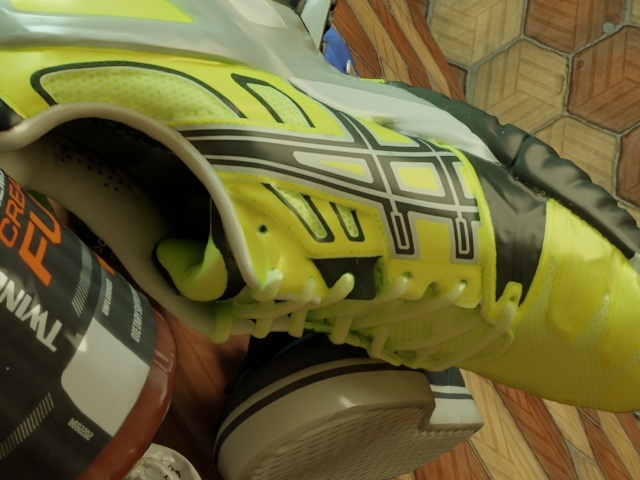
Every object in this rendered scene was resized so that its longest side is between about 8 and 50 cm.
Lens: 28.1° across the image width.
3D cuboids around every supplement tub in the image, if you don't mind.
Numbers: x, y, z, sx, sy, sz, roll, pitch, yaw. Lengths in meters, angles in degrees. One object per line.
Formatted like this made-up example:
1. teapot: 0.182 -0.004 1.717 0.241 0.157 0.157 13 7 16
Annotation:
1. supplement tub: -0.145 0.010 0.420 0.198 0.106 0.106 46 18 -32

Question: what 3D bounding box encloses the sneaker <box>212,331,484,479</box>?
1. sneaker: 0.005 0.078 0.768 0.127 0.126 0.321 63 10 16

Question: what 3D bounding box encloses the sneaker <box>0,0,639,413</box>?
1. sneaker: 0.000 0.000 0.598 0.384 0.145 0.147 28 51 -13

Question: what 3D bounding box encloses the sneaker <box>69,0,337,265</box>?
1. sneaker: -0.066 -0.109 0.746 0.124 0.107 0.283 17 60 -13

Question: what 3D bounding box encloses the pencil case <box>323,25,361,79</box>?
1. pencil case: -0.034 -0.088 0.963 0.306 0.133 0.119 -82 168 -67

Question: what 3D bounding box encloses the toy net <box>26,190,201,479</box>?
1. toy net: -0.108 0.069 0.553 0.232 0.045 0.122 55 14 -14
